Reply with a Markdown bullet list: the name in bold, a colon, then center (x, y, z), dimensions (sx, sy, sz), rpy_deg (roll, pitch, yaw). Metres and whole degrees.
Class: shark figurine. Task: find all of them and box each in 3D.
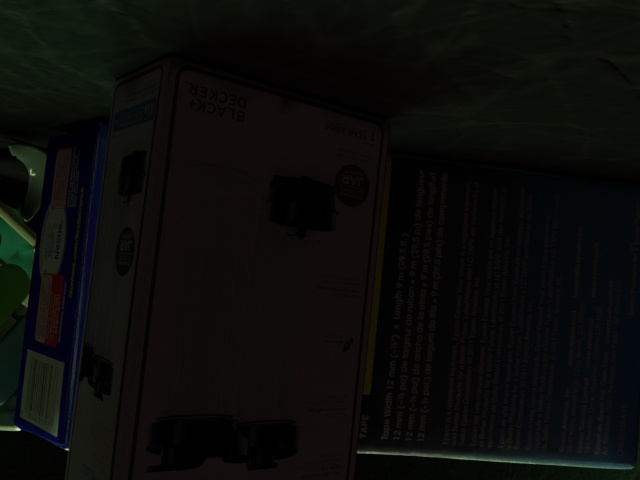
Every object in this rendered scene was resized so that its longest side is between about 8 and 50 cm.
- **shark figurine**: center (-0.192, -0.055, 0.796), dimensions (0.278, 0.166, 0.116), rpy_deg (32, 139, -8)

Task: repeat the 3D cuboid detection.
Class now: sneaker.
- **sneaker**: center (-0.391, -0.038, 0.835), dimensions (0.302, 0.121, 0.108), rpy_deg (36, -170, -2)

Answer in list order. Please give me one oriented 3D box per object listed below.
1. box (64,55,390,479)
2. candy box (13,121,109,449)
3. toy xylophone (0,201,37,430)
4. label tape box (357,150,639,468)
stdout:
- **box**: center (-0.057, 0.052, 0.442), dimensions (0.169, 0.290, 0.087), rpy_deg (7, 177, -37)
- **candy box**: center (-0.111, 0.051, 0.694), dimensions (0.317, 0.268, 0.122), rpy_deg (9, 175, -42)
- **toy xylophone**: center (-0.353, 0.016, 0.647), dimensions (0.081, 0.236, 0.322), rpy_deg (-19, 126, 33)
- **label tape box**: center (0.106, 0.059, 0.629), dimensions (0.348, 0.249, 0.115), rpy_deg (6, 177, -7)
